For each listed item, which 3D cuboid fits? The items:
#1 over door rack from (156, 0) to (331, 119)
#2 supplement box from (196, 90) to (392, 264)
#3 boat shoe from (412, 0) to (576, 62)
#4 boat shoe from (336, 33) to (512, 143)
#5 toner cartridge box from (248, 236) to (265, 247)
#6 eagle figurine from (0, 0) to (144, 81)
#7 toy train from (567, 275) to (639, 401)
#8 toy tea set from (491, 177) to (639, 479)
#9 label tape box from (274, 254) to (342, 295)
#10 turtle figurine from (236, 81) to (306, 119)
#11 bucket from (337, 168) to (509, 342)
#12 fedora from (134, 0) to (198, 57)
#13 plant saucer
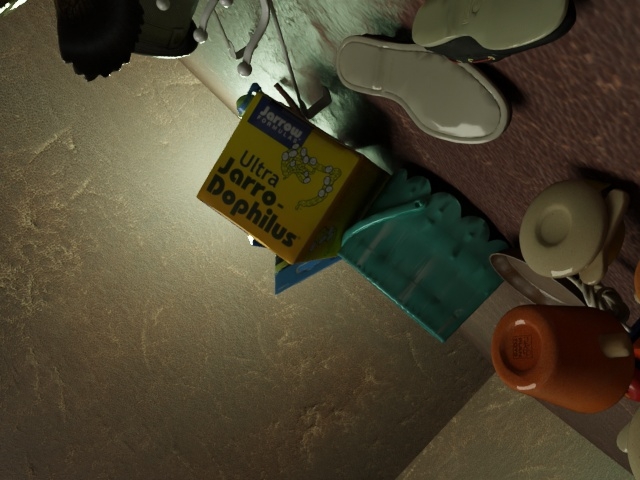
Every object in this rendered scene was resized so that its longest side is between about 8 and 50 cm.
[{"bbox_3d":[-0.135,-0.325,0.886,0.239,0.108,0.324,44,180,26],"label":"over door rack"},{"bbox_3d":[-0.022,-0.095,0.998,0.194,0.195,0.356,34,-171,12],"label":"supplement box"},{"bbox_3d":[0.115,-0.143,0.370,0.042,0.049,0.133,12,-172,-28],"label":"boat shoe"},{"bbox_3d":[0.103,-0.152,0.538,0.065,0.075,0.206,-16,-142,-38],"label":"boat shoe"},{"bbox_3d":[-0.135,-0.159,1.620,0.075,0.348,0.165,10,-172,-13],"label":"toner cartridge box"},{"bbox_3d":[-0.380,-0.410,0.796,0.226,0.225,0.298,49,140,39],"label":"eagle figurine"},{"bbox_3d":[0.322,0.088,0.508,0.248,0.105,0.143,45,168,19],"label":"toy train"},{"bbox_3d":[0.274,0.084,0.414,0.124,0.200,0.336,14,-168,-27],"label":"toy tea set"},{"bbox_3d":[0.000,0.000,1.592,0.115,0.249,0.348,43,-152,-35],"label":"label tape box"},{"bbox_3d":[-0.093,-0.192,1.280,0.266,0.275,0.198,20,156,-23],"label":"turtle figurine"},{"bbox_3d":[0.174,0.030,0.976,0.281,0.183,0.281,41,179,1],"label":"bucket"},{"bbox_3d":[-0.302,-0.433,0.960,0.244,0.124,0.275,49,-150,8],"label":"fedora"},{"bbox_3d":[0.322,0.062,0.812,0.168,0.029,0.168,39,173,5],"label":"plant saucer"}]
